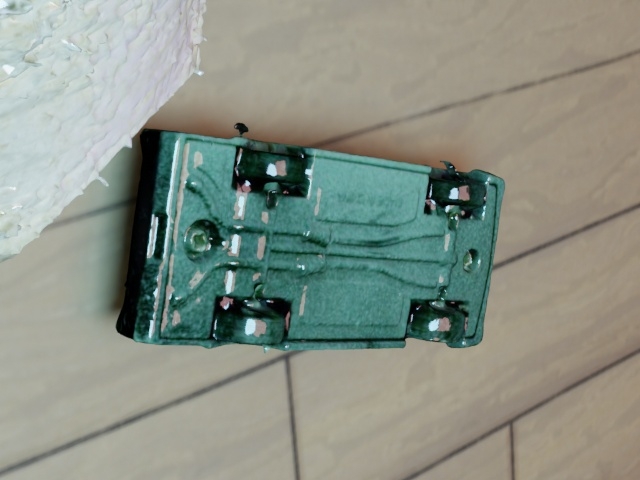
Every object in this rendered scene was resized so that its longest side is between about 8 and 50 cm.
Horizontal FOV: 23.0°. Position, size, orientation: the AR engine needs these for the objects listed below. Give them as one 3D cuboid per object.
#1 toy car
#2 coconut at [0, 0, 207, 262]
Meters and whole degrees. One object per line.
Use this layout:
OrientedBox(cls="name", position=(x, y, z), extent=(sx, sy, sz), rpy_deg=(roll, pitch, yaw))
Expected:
OrientedBox(cls="toy car", position=(0.000, 0.000, 1.062), extent=(0.320, 0.097, 0.142), rpy_deg=(4, 95, -45))
OrientedBox(cls="coconut", position=(-0.180, -0.155, 0.700), extent=(0.309, 0.297, 0.297), rpy_deg=(-57, 134, -41))
